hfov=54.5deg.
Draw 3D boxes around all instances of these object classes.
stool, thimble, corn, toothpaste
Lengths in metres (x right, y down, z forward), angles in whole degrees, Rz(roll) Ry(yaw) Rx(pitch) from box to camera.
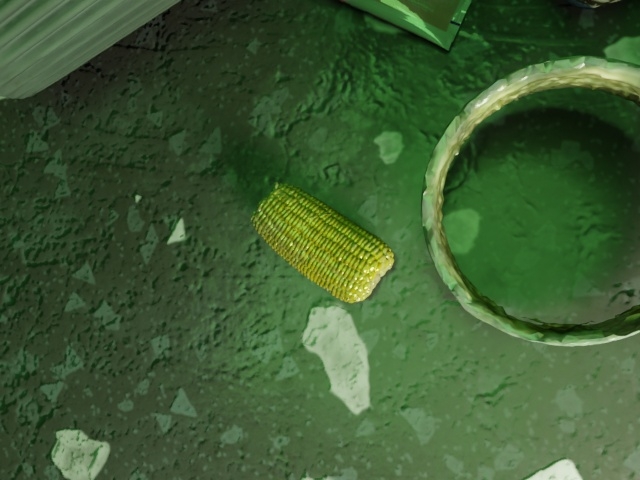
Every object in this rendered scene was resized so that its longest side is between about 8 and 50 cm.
[{"bbox_3d":[-0.303,-0.357,0.703,0.330,0.297,0.297,-32,79,10],"label":"stool"},{"bbox_3d":[0.240,-0.035,0.605,0.271,0.150,0.270,0,90,19],"label":"thimble"},{"bbox_3d":[0.000,0.000,0.711,0.165,0.063,0.085,38,101,14],"label":"corn"},{"bbox_3d":[0.077,-0.293,0.744,0.195,0.043,0.067,24,87,7],"label":"toothpaste"}]

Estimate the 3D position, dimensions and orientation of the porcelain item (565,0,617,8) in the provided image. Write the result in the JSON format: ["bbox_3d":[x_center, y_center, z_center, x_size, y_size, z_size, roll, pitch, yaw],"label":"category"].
[{"bbox_3d":[0.325,-0.382,0.617,0.186,0.138,0.288,57,139,23],"label":"porcelain item"}]
